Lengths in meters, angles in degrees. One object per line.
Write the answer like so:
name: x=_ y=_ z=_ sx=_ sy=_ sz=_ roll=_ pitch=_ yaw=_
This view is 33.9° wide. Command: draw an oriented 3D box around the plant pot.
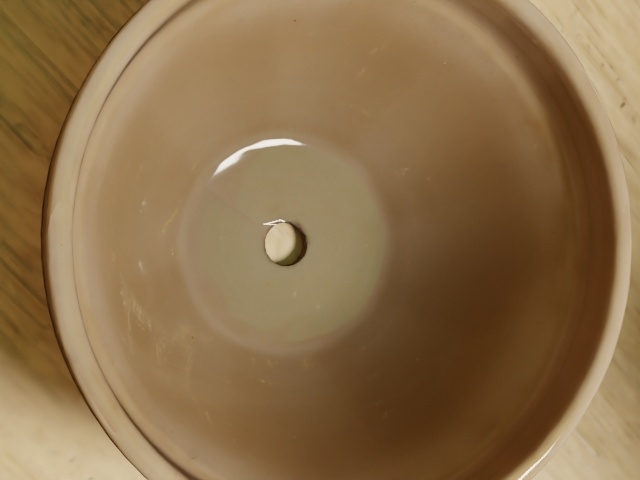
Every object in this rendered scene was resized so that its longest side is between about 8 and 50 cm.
plant pot: x=0.000 y=0.000 z=0.440 sx=0.237 sy=0.110 sz=0.237 roll=0 pitch=89 yaw=-22
